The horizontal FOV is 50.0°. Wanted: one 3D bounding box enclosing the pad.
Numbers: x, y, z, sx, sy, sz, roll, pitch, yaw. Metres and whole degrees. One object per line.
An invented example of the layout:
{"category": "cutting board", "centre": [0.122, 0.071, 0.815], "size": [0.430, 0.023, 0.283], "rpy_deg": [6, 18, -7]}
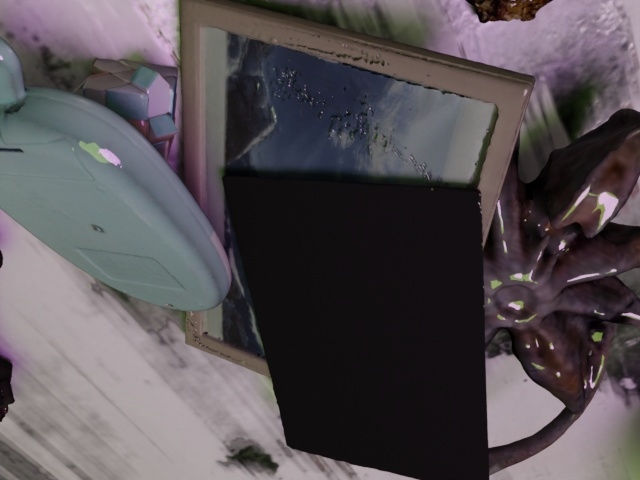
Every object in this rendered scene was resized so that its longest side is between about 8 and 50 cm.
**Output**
{"category": "pad", "centre": [0.036, 0.085, 0.557], "size": [0.202, 0.005, 0.300], "rpy_deg": [5, 124, 25]}

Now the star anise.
{"category": "star anise", "centre": [0.147, 0.028, 0.585], "size": [0.315, 0.139, 0.359], "rpy_deg": [37, 121, -5]}

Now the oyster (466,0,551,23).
{"category": "oyster", "centre": [0.147, -0.210, 0.469], "size": [0.086, 0.029, 0.132], "rpy_deg": [7, 126, -10]}

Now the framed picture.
{"category": "framed picture", "centre": [0.000, 0.000, 0.536], "size": [0.247, 0.022, 0.335], "rpy_deg": [19, 128, 15]}

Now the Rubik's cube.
{"category": "Rubik's cube", "centre": [-0.143, -0.090, 0.501], "size": [0.084, 0.073, 0.075], "rpy_deg": [-9, 126, -2]}

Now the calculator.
{"category": "calculator", "centre": [-0.171, -0.030, 0.500], "size": [0.183, 0.042, 0.295], "rpy_deg": [6, 147, 28]}

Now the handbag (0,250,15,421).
{"category": "handbag", "centre": [-0.397, 0.073, 0.576], "size": [0.256, 0.114, 0.286], "rpy_deg": [2, 124, -17]}
